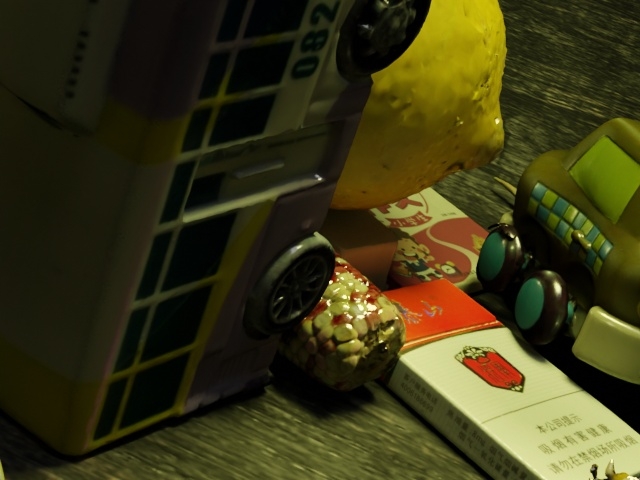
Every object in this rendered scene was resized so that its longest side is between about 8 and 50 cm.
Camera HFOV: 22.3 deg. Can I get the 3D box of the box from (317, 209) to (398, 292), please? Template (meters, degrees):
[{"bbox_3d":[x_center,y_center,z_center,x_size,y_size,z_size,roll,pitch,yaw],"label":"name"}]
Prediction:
[{"bbox_3d":[0.000,0.000,1.311,0.089,0.062,0.122,-8,38,-44],"label":"box"}]

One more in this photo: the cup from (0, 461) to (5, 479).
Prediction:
[{"bbox_3d":[-0.258,0.145,0.819,0.155,0.131,0.176,-3,6,-32],"label":"cup"}]

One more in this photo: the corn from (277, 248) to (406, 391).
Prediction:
[{"bbox_3d":[-0.041,0.020,1.222,0.086,0.086,0.253,-10,41,-46],"label":"corn"}]

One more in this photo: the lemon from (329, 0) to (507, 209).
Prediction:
[{"bbox_3d":[0.012,-0.158,1.256,0.310,0.258,0.258,42,29,1],"label":"lemon"}]

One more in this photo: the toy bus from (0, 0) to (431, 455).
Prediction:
[{"bbox_3d":[-0.103,-0.106,1.021,0.209,0.440,0.249,37,33,27],"label":"toy bus"}]

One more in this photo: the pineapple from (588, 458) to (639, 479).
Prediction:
[{"bbox_3d":[0.198,0.249,0.936,0.079,0.135,0.233,-32,76,-24],"label":"pineapple"}]

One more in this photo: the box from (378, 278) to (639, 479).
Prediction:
[{"bbox_3d":[0.131,0.116,1.226,0.139,0.035,0.245,-9,41,-45],"label":"box"}]

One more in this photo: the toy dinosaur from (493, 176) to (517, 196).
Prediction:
[{"bbox_3d":[0.240,-0.007,1.532,0.126,0.039,0.162,22,20,-22],"label":"toy dinosaur"}]

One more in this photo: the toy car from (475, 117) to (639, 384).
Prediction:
[{"bbox_3d":[0.262,-0.008,1.320,0.204,0.198,0.248,13,20,-24],"label":"toy car"}]

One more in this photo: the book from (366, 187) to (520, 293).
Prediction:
[{"bbox_3d":[0.056,-0.024,1.439,0.162,0.022,0.232,-10,41,-46],"label":"book"}]
